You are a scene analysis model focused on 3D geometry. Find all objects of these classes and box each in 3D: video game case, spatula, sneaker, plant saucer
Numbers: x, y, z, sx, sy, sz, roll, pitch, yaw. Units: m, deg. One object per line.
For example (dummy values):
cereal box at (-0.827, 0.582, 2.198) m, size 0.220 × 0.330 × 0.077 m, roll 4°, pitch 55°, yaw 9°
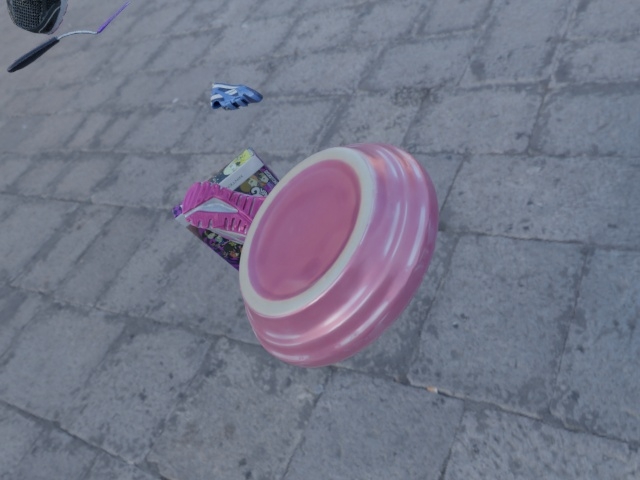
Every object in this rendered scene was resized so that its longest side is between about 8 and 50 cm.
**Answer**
video game case at (-0.158, -0.055, 1.186) m, size 0.210 × 0.232 × 0.042 m, roll -37°, pitch 44°, yaw 6°
spatula at (-0.533, -0.431, 1.185) m, size 0.296 × 0.030 × 0.084 m, roll -28°, pitch 31°, yaw -4°
sneaker at (-0.197, -0.329, 1.300) m, size 0.144 × 0.053 × 0.059 m, roll 11°, pitch 81°, yaw 30°
plant saucer at (0.000, 0.000, 0.755) m, size 0.332 × 0.084 × 0.332 m, roll -29°, pitch 44°, yaw 32°
sneaker at (-0.323, -0.319, 0.600) m, size 0.071 × 0.178 × 0.077 m, roll 4°, pitch 15°, yaw 0°
sneaker at (-0.114, -0.036, 1.003) m, size 0.252 × 0.111 × 0.103 m, roll 21°, pitch 87°, yaw 7°
